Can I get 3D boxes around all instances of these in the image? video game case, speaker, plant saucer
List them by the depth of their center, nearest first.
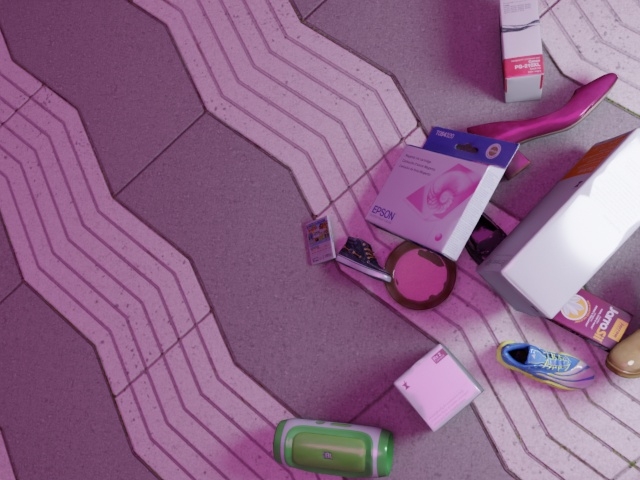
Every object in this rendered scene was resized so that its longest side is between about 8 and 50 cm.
[{"bbox_3d":[0.033,0.534,1.741,0.296,0.131,0.131,2,80,16],"label":"speaker"},{"bbox_3d":[0.266,0.091,1.803,0.198,0.036,0.199,-3,79,16],"label":"plant saucer"},{"bbox_3d":[0.000,0.000,1.887,0.087,0.011,0.122,-20,74,41],"label":"video game case"}]

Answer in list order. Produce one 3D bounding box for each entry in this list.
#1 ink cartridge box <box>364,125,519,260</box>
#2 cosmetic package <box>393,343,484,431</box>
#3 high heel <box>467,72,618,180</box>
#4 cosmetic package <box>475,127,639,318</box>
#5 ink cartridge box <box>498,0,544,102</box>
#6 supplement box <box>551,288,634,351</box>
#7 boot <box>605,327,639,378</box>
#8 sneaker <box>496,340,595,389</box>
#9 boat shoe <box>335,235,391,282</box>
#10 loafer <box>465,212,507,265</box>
[{"bbox_3d":[0.299,-0.145,1.732,0.324,0.071,0.330,27,89,54],"label":"ink cartridge box"},{"bbox_3d":[0.296,0.361,1.667,0.151,0.183,0.151,-42,72,5],"label":"cosmetic package"},{"bbox_3d":[0.570,-0.339,1.743,0.377,0.127,0.181,-41,83,9],"label":"high heel"},{"bbox_3d":[0.600,-0.036,1.595,0.161,0.230,0.453,44,87,-1],"label":"cosmetic package"},{"bbox_3d":[0.524,-0.506,1.767,0.100,0.172,0.237,-4,79,15],"label":"ink cartridge box"},{"bbox_3d":[0.649,0.183,1.655,0.188,0.081,0.104,29,89,18],"label":"supplement box"},{"bbox_3d":[0.750,0.155,1.516,0.089,0.236,0.270,32,130,43],"label":"boot"},{"bbox_3d":[0.545,0.306,1.638,0.240,0.126,0.091,12,84,18],"label":"sneaker"},{"bbox_3d":[0.125,0.048,1.816,0.183,0.065,0.083,24,85,37],"label":"boat shoe"},{"bbox_3d":[0.416,-0.013,1.748,0.109,0.095,0.302,-42,72,4],"label":"loafer"}]
